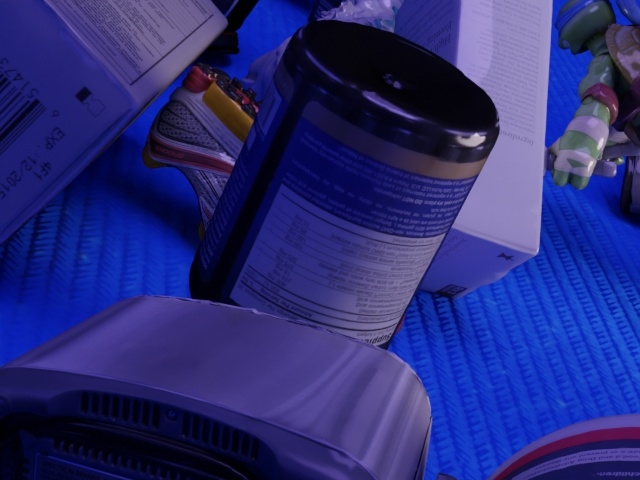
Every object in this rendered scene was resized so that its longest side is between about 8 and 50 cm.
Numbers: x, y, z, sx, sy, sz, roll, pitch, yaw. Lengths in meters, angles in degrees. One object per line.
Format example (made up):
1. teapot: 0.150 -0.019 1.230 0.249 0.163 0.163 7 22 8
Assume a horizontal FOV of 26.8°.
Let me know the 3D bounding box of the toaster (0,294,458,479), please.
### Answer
1. toaster: -0.055 0.103 0.593 0.227 0.129 0.146 12 18 15

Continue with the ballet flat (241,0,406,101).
1. ballet flat: 0.008 -0.127 1.141 0.147 0.147 0.409 27 22 4

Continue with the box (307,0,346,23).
1. box: 0.095 -0.269 1.415 0.156 0.158 0.093 1 35 -43

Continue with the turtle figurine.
1. turtle figurine: 0.252 -0.057 1.144 0.266 0.274 0.198 47 -7 18

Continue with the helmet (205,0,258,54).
1. helmet: -0.114 -0.248 1.184 0.169 0.169 0.161 37 12 22

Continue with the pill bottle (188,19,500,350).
1. pill bottle: 0.000 0.000 0.745 0.123 0.219 0.123 21 26 -11

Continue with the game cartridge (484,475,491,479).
1. game cartridge: 0.106 0.167 0.764 0.056 0.017 0.083 24 25 6

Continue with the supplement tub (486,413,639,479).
1. supplement tub: 0.114 0.200 0.501 0.191 0.191 0.272 30 25 9

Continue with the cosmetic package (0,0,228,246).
1. cosmetic package: -0.172 -0.127 0.854 0.153 0.129 0.296 46 17 -8

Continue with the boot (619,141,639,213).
1. boot: 0.387 -0.016 1.275 0.222 0.118 0.338 12 36 15

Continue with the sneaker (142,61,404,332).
1. sneaker: -0.028 -0.015 0.922 0.225 0.093 0.088 45 12 7

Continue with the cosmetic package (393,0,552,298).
1. cosmetic package: 0.104 -0.086 0.995 0.085 0.117 0.231 17 64 -19
